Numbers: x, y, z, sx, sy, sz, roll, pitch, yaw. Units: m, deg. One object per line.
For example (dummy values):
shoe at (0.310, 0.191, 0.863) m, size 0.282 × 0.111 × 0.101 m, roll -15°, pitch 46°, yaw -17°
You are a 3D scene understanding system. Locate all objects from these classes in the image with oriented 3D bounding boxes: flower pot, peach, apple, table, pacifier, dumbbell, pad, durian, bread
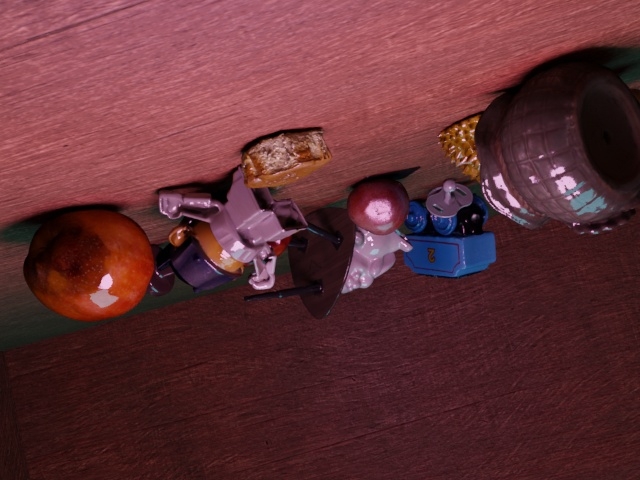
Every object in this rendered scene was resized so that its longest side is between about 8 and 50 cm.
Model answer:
flower pot at (0.437, -0.157, 1.351) m, size 0.302 × 0.301 × 0.213 m, roll -10°, pitch 178°, yaw -36°
peach at (0.150, -0.097, 1.919) m, size 0.152 × 0.152 × 0.152 m, roll -15°, pitch 173°, yaw -2°
apple at (-0.434, 0.041, 1.442) m, size 0.230 × 0.230 × 0.230 m, roll -15°, pitch 173°, yaw -2°
table at (-0.094, 0.048, 2.055) m, size 0.249 × 0.317 × 0.317 m, roll 9°, pitch 160°, yaw -36°
pacifier at (0.377, -0.138, 2.277) m, size 0.150 × 0.127 × 0.116 m, roll -30°, pitch 141°, yaw -17°
dumbbell at (-0.355, 0.053, 1.986) m, size 0.225 × 0.140 × 0.124 m, roll -19°, pitch -178°, yaw 22°
pad at (0.166, -0.159, 1.947) m, size 0.157 × 0.003 × 0.112 m, roll -12°, pitch 173°, yaw -21°
durian at (0.327, -0.203, 1.602) m, size 0.132 × 0.165 × 0.182 m, roll -53°, pitch -158°, yaw -3°
bread at (-0.060, -0.142, 1.324) m, size 0.140 × 0.069 × 0.128 m, roll -11°, pitch 171°, yaw -36°

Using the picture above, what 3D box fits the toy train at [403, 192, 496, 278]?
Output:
toy train at (0.401, -0.010, 2.470) m, size 0.188 × 0.265 × 0.300 m, roll -11°, pitch -172°, yaw -33°

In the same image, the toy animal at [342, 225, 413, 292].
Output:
toy animal at (0.116, 0.021, 2.361) m, size 0.289 × 0.249 × 0.174 m, roll -31°, pitch -153°, yaw -6°

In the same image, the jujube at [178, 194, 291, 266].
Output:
jujube at (-0.186, -0.018, 1.671) m, size 0.250 × 0.174 × 0.174 m, roll -10°, pitch 175°, yaw 17°

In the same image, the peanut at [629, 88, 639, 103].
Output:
peanut at (0.504, -0.221, 1.551) m, size 0.140 × 0.153 × 0.325 m, roll -15°, pitch -178°, yaw -44°

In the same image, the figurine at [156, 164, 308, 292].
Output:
figurine at (-0.190, -0.005, 1.506) m, size 0.309 × 0.308 × 0.143 m, roll -16°, pitch -161°, yaw 13°

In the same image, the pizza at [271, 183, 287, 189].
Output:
pizza at (-0.093, -0.125, 1.569) m, size 0.083 × 0.025 × 0.078 m, roll -7°, pitch 168°, yaw -7°
